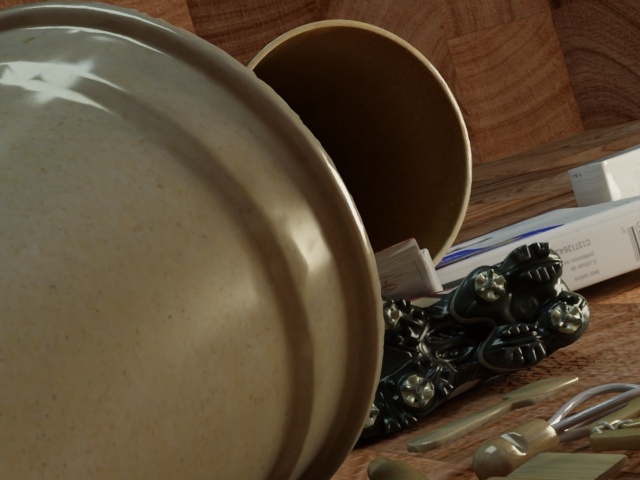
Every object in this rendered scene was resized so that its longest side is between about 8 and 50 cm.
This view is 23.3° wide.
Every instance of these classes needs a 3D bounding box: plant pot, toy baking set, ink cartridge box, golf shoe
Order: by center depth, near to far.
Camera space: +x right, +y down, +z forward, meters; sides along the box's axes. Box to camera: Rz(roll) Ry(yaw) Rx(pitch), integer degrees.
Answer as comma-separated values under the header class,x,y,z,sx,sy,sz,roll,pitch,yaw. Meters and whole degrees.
class,x,y,z,sx,sy,sz,roll,pitch,yaw
plant pot,-0.174,0.081,0.759,0.334,0.334,0.305,-14,15,27
toy baking set,0.121,0.118,0.855,0.197,0.030,0.256,-14,4,-13
golf shoe,0.062,0.089,1.131,0.273,0.105,0.120,-14,-15,-18
ink cartridge box,-0.001,0.053,1.189,0.189,0.066,0.232,-23,-28,4
plant pot,-0.033,-0.056,1.400,0.237,0.237,0.254,-19,4,-29
ink cartridge box,0.186,0.026,1.507,0.304,0.072,0.307,-19,-1,-18

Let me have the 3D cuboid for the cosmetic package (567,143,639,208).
class,x,y,z,sx,sy,sz,roll,pitch,yaw
cosmetic package,0.387,-0.066,1.743,0.239,0.099,0.060,-19,2,-36
